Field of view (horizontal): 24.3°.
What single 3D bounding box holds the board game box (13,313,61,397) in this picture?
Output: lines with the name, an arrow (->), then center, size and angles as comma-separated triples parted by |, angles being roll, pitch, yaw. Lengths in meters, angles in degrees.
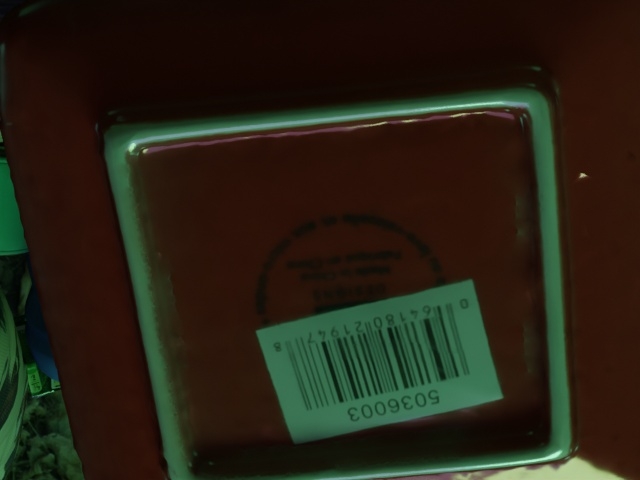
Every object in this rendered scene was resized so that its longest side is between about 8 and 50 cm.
board game box -> -0.087, 0.048, 1.057 | 0.259, 0.030, 0.136 | -14, -164, -13

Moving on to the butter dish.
butter dish -> 0.009, -0.010, 0.407 | 0.160, 0.160, 0.118 | -6, -155, 4

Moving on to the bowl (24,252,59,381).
bowl -> -0.007, -0.005, 0.983 | 0.391, 0.077, 0.391 | -10, -167, 2

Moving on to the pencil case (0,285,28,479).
pencil case -> -0.232, 0.068, 0.700 | 0.183, 0.160, 0.410 | -40, 177, -15

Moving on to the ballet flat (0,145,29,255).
ballet flat -> -0.238, -0.028, 0.870 | 0.213, 0.072, 0.068 | -6, -152, -42
